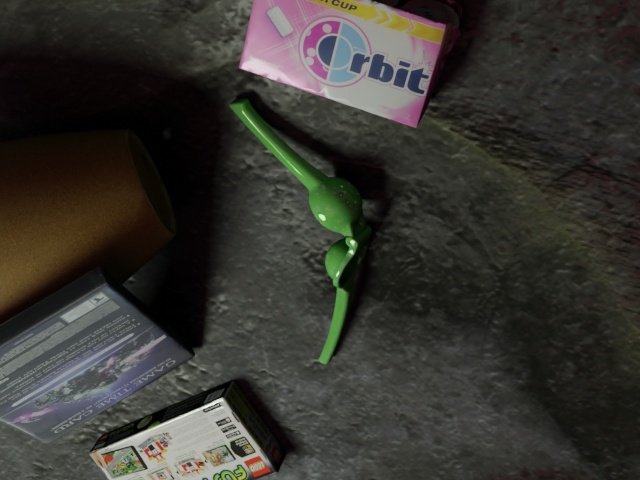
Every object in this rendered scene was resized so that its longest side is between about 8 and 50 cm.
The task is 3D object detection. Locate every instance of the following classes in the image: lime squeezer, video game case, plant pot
[{"bbox_3d":[0.000,0.000,1.423,0.109,0.059,0.310,-8,117,21],"label":"lime squeezer"},{"bbox_3d":[-0.255,0.125,1.441,0.196,0.274,0.026,-31,68,1],"label":"video game case"},{"bbox_3d":[-0.283,-0.008,1.420,0.254,0.237,0.237,-22,112,6],"label":"plant pot"}]

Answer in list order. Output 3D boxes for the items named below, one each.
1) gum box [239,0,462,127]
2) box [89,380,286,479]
[{"bbox_3d":[0.030,-0.187,1.300,0.188,0.062,0.107,19,123,6],"label":"gum box"},{"bbox_3d":[-0.155,0.246,1.625,0.207,0.036,0.114,-25,109,28],"label":"box"}]
